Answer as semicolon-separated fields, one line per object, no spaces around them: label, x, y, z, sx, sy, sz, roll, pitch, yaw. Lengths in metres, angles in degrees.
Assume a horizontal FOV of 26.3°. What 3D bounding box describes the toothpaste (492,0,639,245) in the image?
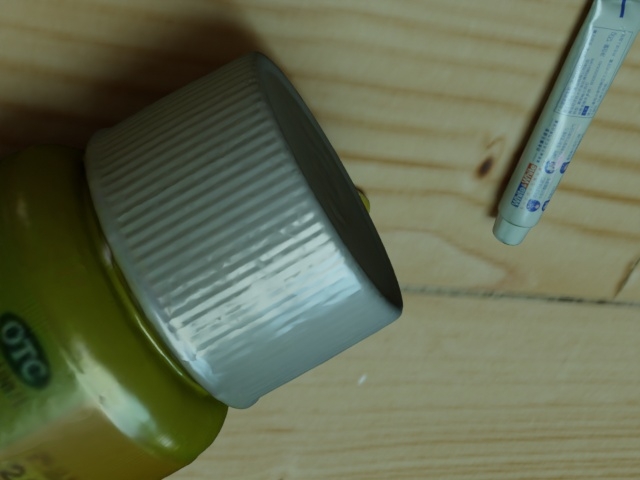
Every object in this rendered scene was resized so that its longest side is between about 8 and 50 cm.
toothpaste;0.176;-0.086;0.985;0.052;0.033;0.218;1;130;-27

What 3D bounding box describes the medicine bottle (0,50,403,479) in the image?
medicine bottle;-0.158;0.056;0.856;0.384;0.224;0.224;-28;136;9

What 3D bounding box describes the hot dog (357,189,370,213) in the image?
hot dog;0.000;0.000;1.000;0.090;0.034;0.030;-38;134;19
